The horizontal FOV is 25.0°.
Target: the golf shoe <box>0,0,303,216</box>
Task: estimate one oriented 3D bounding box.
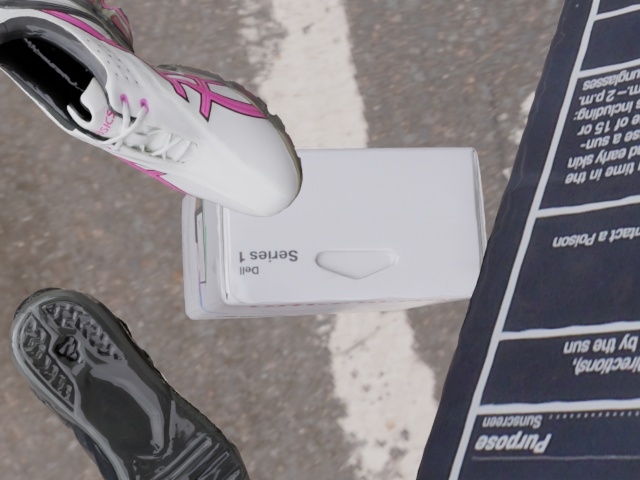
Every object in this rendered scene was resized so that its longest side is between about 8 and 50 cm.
[{"bbox_3d":[-0.095,-0.063,0.749,0.186,0.086,0.067,33,122,-6],"label":"golf shoe"}]

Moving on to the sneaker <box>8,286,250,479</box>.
[{"bbox_3d":[-0.124,0.121,0.961,0.087,0.130,0.227,-40,102,-6],"label":"sneaker"}]

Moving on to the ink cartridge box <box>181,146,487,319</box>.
[{"bbox_3d":[0.000,0.000,1.177,0.201,0.278,0.117,-2,85,-11],"label":"ink cartridge box"}]

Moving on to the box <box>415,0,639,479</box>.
[{"bbox_3d":[0.216,0.009,0.425,0.296,0.294,0.183,-8,139,41],"label":"box"}]
